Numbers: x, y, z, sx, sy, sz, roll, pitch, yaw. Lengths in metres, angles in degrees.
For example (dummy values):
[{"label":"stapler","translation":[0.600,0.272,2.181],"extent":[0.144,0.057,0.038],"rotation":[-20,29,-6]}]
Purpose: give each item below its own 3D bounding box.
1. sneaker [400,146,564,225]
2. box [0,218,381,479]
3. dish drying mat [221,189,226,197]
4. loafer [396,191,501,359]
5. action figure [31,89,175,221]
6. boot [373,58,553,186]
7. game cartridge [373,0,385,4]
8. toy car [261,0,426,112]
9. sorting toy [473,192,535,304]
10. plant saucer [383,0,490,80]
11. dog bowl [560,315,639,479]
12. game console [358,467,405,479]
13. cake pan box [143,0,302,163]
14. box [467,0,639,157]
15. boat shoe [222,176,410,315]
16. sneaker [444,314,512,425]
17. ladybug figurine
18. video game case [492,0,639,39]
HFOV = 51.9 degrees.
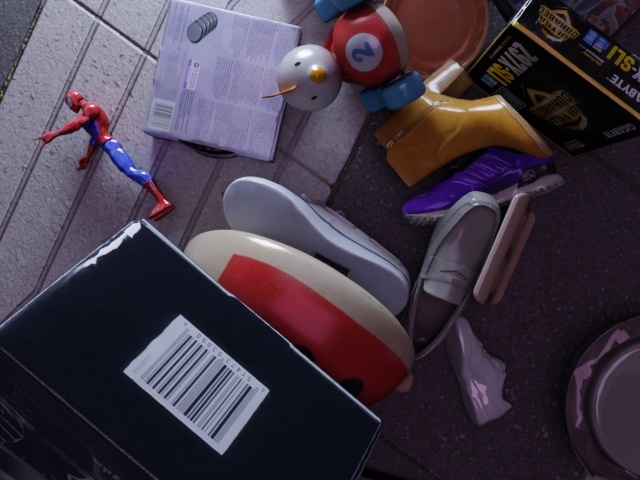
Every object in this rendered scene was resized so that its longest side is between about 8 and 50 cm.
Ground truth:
[{"label":"sneaker","translation":[0.276,-0.121,1.195],"extent":[0.293,0.102,0.146],"rotation":[-16,83,0]},{"label":"box","translation":[-0.254,0.316,1.013],"extent":[0.480,0.297,0.472],"rotation":[40,135,0]},{"label":"dish drying mat","translation":[-0.157,-0.060,1.247],"extent":[0.032,0.008,0.083],"rotation":[-26,90,1]},{"label":"loafer","translation":[0.223,0.068,1.136],"extent":[0.112,0.111,0.319],"rotation":[16,117,-6]},{"label":"action figure","translation":[-0.406,-0.141,1.209],"extent":[0.139,0.091,0.280],"rotation":[-34,91,-7]},{"label":"boot","translation":[0.232,-0.164,1.133],"extent":[0.211,0.104,0.295],"rotation":[-47,51,13]},{"label":"game cartridge","translation":[0.069,-0.532,1.205],"extent":[0.297,0.062,0.198],"rotation":[6,96,1]},{"label":"toy car","translation":[0.013,-0.290,1.114],"extent":[0.238,0.210,0.219],"rotation":[-32,106,-8]},{"label":"sorting toy","translation":[0.318,0.019,1.147],"extent":[0.038,0.208,0.193],"rotation":[23,92,23]},{"label":"plant saucer","translation":[0.203,-0.391,1.185],"extent":[0.200,0.037,0.200],"rotation":[-2,113,-4]},{"label":"dog bowl","translation":[0.602,0.295,1.189],"extent":[0.349,0.102,0.348],"rotation":[0,92,2]},{"label":"game console","translation":[0.185,0.637,1.241],"extent":[0.387,0.060,0.342],"rotation":[16,87,0]},{"label":"cake pan box","translation":[-0.178,-0.286,1.212],"extent":[0.246,0.070,0.267],"rotation":[12,92,3]},{"label":"box","translation":[0.387,-0.255,1.069],"extent":[0.257,0.322,0.079],"rotation":[38,91,0]},{"label":"boat shoe","translation":[0.005,-0.006,1.179],"extent":[0.367,0.156,0.136],"rotation":[29,111,5]},{"label":"sneaker","translation":[0.296,0.228,1.218],"extent":[0.094,0.080,0.212],"rotation":[-18,98,-10]},{"label":"ladybug figurine","translation":[-0.054,0.152,1.102],"extent":[0.449,0.305,0.162],"rotation":[26,55,8]},{"label":"video game case","translation":[0.451,-0.442,1.142],"extent":[0.275,0.035,0.248],"rotation":[-46,122,4]}]
